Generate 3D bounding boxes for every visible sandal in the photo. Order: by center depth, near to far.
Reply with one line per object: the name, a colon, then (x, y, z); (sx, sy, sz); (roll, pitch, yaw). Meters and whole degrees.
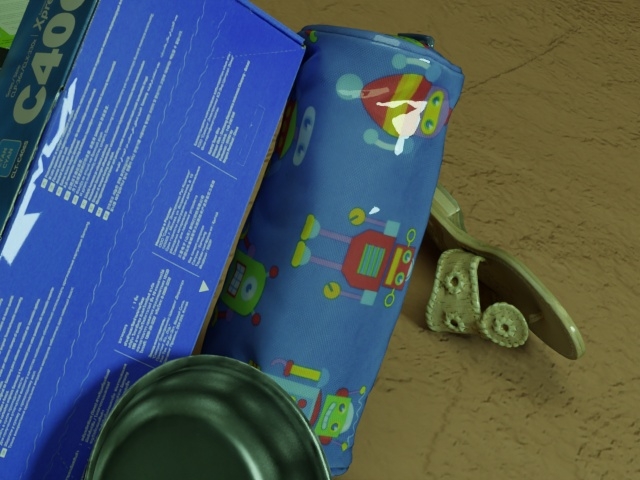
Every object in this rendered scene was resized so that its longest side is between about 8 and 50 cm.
sandal: (0.111, 0.040, 1.377); (0.079, 0.088, 0.240); (-32, 41, -7)

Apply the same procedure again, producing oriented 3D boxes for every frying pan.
frying pan: (-0.026, 0.150, 1.101); (0.053, 0.197, 0.326); (-15, 6, 44)

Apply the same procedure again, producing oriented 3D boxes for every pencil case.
pencil case: (0.000, 0.000, 1.182); (0.119, 0.306, 0.133); (13, 6, -39)

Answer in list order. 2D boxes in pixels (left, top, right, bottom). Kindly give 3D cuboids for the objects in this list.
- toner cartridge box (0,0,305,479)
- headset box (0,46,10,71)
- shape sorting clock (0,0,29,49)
toner cartridge box: (-0.141, -0.001, 1.070); (0.075, 0.348, 0.165); (9, -16, 47)
headset box: (-0.258, -0.034, 1.209); (0.283, 0.131, 0.246); (18, 29, 42)
shape sorting clock: (-0.275, -0.176, 1.543); (0.206, 0.040, 0.206); (13, 32, -8)
